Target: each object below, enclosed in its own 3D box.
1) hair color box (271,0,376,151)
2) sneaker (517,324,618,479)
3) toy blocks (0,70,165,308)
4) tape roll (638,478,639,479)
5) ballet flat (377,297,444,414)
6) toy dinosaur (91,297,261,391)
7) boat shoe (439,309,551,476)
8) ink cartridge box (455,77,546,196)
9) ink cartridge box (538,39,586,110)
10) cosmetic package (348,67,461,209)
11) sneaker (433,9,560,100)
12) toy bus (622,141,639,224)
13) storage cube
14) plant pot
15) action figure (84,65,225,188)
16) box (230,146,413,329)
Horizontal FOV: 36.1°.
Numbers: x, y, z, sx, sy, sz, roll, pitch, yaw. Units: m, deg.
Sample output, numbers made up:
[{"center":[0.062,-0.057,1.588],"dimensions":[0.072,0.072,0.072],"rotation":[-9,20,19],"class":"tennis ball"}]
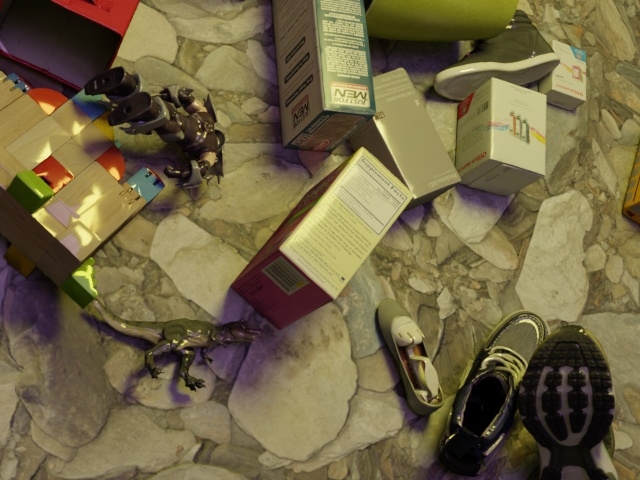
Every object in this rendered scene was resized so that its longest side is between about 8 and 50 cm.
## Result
[{"center":[0.000,-0.350,1.737],"dimensions":[0.105,0.174,0.347],"rotation":[3,72,-25],"class":"hair color box"},{"center":[0.431,0.279,1.678],"dimensions":[0.158,0.410,0.182],"rotation":[2,39,19],"class":"sneaker"},{"center":[-0.401,-0.124,1.486],"dimensions":[0.381,0.191,0.261],"rotation":[44,48,-6],"class":"toy blocks"},{"center":[0.723,0.594,1.816],"dimensions":[0.392,0.072,0.392],"rotation":[8,70,-23],"class":"tape roll"},{"center":[0.162,0.193,1.687],"dimensions":[0.072,0.068,0.213],"rotation":[-13,78,-29],"class":"ballet flat"},{"center":[-0.225,0.163,1.518],"dimensions":[0.268,0.064,0.118],"rotation":[10,54,-22],"class":"toy dinosaur"},{"center":[0.316,0.234,1.677],"dimensions":[0.127,0.158,0.340],"rotation":[24,61,13],"class":"boat shoe"},{"center":[0.343,-0.193,1.873],"dimensions":[0.127,0.128,0.176],"rotation":[15,68,-21],"class":"ink cartridge box"},{"center":[0.505,-0.344,2.047],"dimensions":[0.089,0.052,0.122],"rotation":[14,68,-21],"class":"ink cartridge box"},{"center":[0.138,-0.176,1.786],"dimensions":[0.127,0.107,0.238],"rotation":[-24,81,-33],"class":"cosmetic package"},{"center":[0.324,-0.374,1.953],"dimensions":[0.296,0.104,0.146],"rotation":[-16,69,-26],"class":"sneaker"},{"center":[0.742,-0.189,2.062],"dimensions":[0.108,0.130,0.332],"rotation":[30,62,-13],"class":"toy bus"},{"center":[-0.384,-0.381,1.546],"dimensions":[0.184,0.215,0.193],"rotation":[25,58,-16],"class":"storage cube"},{"center":[0.210,-0.479,1.822],"dimensions":[0.294,0.275,0.274],"rotation":[12,68,-21],"class":"plant pot"},{"center":[-0.238,-0.184,1.561],"dimensions":[0.285,0.099,0.185],"rotation":[27,35,-59],"class":"action figure"},{"center":[0.000,0.000,1.592],"dimensions":[0.117,0.213,0.243],"rotation":[43,60,-7],"class":"box"}]
